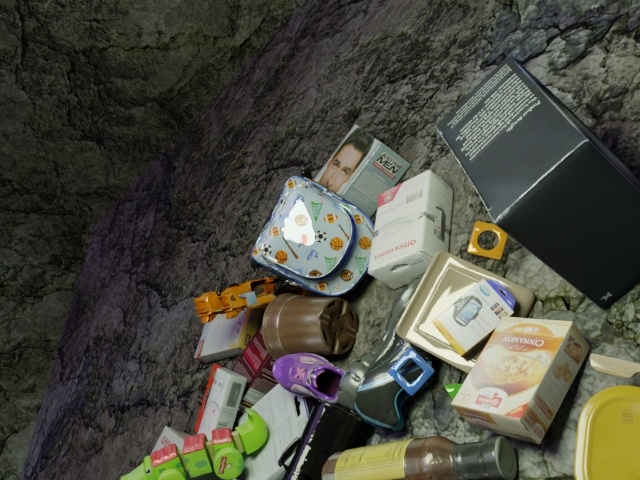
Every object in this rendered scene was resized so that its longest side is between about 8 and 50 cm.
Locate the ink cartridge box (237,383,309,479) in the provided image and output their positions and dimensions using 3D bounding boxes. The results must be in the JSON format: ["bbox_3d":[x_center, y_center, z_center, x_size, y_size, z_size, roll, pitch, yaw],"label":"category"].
[{"bbox_3d":[-0.092,0.429,1.633,0.224,0.045,0.223,-45,32,19],"label":"ink cartridge box"}]

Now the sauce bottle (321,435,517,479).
[{"bbox_3d":[0.161,0.390,1.218,0.344,0.111,0.111,-20,46,37],"label":"sauce bottle"}]

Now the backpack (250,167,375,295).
[{"bbox_3d":[0.000,0.000,1.669,0.277,0.263,0.213,-63,-1,3],"label":"backpack"}]

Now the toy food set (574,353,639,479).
[{"bbox_3d":[0.423,0.275,0.992,0.128,0.071,0.218,2,63,30],"label":"toy food set"}]

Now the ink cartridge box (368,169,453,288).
[{"bbox_3d":[0.198,-0.022,1.579,0.158,0.092,0.218,-25,41,43],"label":"ink cartridge box"}]

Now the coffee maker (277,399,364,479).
[{"bbox_3d":[0.012,0.410,1.402,0.178,0.120,0.171,-65,17,-16],"label":"coffee maker"}]

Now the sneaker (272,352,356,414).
[{"bbox_3d":[-0.010,0.286,1.507,0.236,0.104,0.095,13,77,34],"label":"sneaker"}]

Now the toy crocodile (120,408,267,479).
[{"bbox_3d":[-0.277,0.475,1.591,0.340,0.105,0.115,-19,14,-7],"label":"toy crocodile"}]

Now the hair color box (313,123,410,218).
[{"bbox_3d":[0.046,-0.099,1.862,0.374,0.113,0.185,-53,29,8],"label":"hair color box"}]

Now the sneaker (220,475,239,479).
[{"bbox_3d":[-0.196,0.606,1.507,0.122,0.110,0.283,-19,30,-8],"label":"sneaker"}]

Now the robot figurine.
[{"bbox_3d":[-0.159,0.139,1.826,0.211,0.291,0.085,-14,86,46],"label":"robot figurine"}]

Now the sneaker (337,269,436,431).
[{"bbox_3d":[0.181,0.207,1.397,0.139,0.125,0.341,30,82,31],"label":"sneaker"}]

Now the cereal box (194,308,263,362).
[{"bbox_3d":[-0.257,0.248,2.052,0.240,0.047,0.173,-21,46,48],"label":"cereal box"}]

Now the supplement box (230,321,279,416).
[{"bbox_3d":[-0.143,0.308,1.798,0.239,0.073,0.130,-56,28,3],"label":"supplement box"}]

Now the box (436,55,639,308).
[{"bbox_3d":[0.381,-0.095,1.168,0.183,0.296,0.294,-44,33,22],"label":"box"}]

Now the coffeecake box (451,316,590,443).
[{"bbox_3d":[0.317,0.215,1.151,0.142,0.068,0.185,-3,44,55],"label":"coffeecake box"}]

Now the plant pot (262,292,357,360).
[{"bbox_3d":[-0.015,0.196,1.641,0.165,0.167,0.167,-10,54,43],"label":"plant pot"}]

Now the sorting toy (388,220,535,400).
[{"bbox_3d":[0.262,0.134,1.312,0.196,0.047,0.348,27,84,24],"label":"sorting toy"}]

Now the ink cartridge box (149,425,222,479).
[{"bbox_3d":[-0.360,0.637,1.753,0.223,0.129,0.307,8,69,58],"label":"ink cartridge box"}]

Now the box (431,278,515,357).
[{"bbox_3d":[0.273,0.131,1.268,0.136,0.028,0.081,-39,66,2],"label":"box"}]

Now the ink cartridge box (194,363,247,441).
[{"bbox_3d":[-0.271,0.405,1.787,0.232,0.066,0.189,4,76,58],"label":"ink cartridge box"}]
